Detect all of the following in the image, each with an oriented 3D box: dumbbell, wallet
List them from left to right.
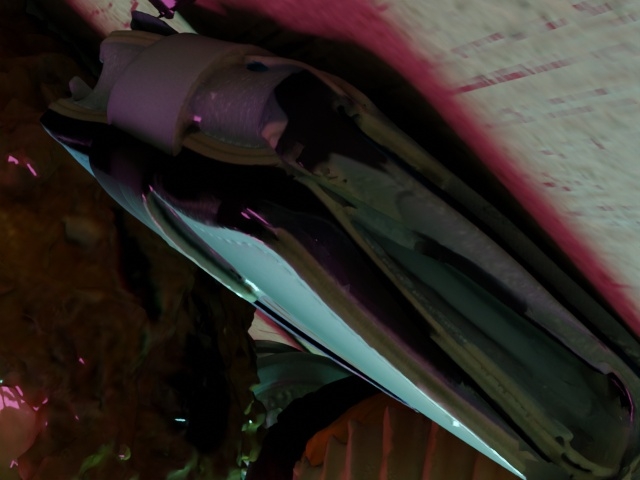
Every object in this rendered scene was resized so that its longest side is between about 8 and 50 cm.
[{"bbox_3d":[-0.040,0.181,1.669,0.179,0.179,0.406,43,173,-5],"label":"dumbbell"},{"bbox_3d":[0.000,0.000,0.675,0.176,0.075,0.250,42,174,-26],"label":"wallet"}]

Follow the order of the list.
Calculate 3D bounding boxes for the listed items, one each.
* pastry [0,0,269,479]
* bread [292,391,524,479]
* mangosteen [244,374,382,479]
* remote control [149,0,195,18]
[{"bbox_3d":[-0.186,0.046,1.117,0.405,0.292,0.337,66,-158,4],"label":"pastry"},{"bbox_3d":[0.080,0.192,0.937,0.236,0.183,0.389,21,158,0],"label":"bread"},{"bbox_3d":[0.035,0.178,1.191,0.184,0.172,0.172,63,177,9],"label":"mangosteen"},{"bbox_3d":[-0.082,-0.115,0.675,0.091,0.016,0.034,45,178,-11],"label":"remote control"}]
